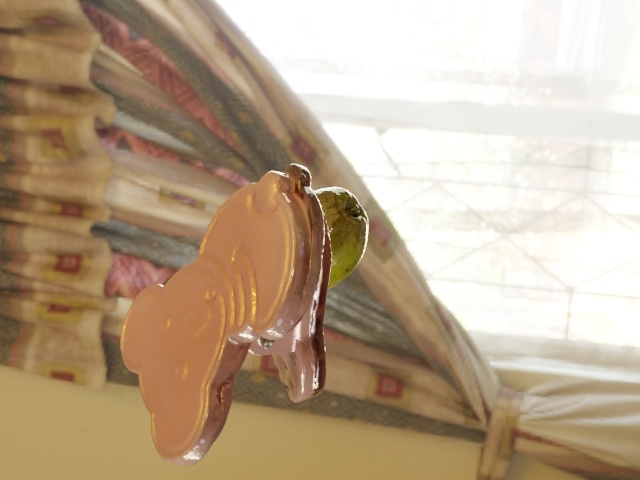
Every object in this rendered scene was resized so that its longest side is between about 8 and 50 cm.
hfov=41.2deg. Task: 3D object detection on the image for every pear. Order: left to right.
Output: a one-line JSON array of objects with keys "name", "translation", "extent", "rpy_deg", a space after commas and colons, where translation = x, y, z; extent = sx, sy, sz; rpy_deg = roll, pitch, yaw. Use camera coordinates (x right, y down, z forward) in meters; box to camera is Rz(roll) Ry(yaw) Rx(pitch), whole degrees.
[{"name": "pear", "translation": [0.000, 0.000, 0.987], "extent": [0.131, 0.107, 0.107], "rpy_deg": [-47, 16, 35]}]

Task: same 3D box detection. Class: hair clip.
[{"name": "hair clip", "translation": [-0.050, 0.034, 0.443], "extent": [0.123, 0.102, 0.138], "rpy_deg": [-119, 26, -42]}]
